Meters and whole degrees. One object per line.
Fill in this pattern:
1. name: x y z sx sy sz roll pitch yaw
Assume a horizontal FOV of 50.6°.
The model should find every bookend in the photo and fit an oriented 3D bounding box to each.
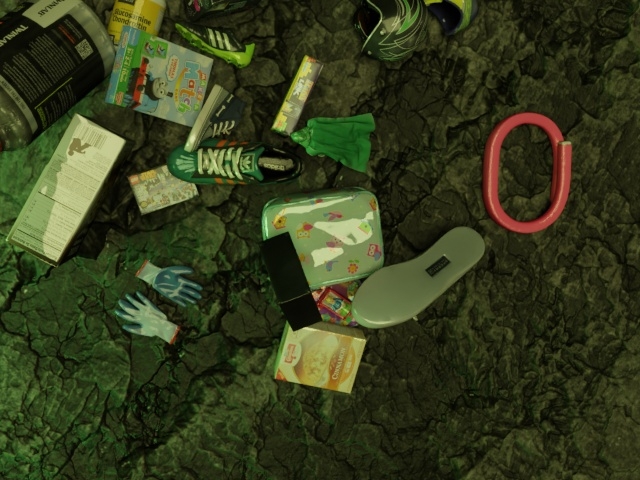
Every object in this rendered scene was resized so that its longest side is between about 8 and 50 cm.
1. bookend: -0.064 0.092 1.461 0.072 0.157 0.156 -21 59 -2

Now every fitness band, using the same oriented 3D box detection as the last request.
1. fitness band: 0.498 -0.163 1.637 0.209 0.054 0.290 0 96 -8

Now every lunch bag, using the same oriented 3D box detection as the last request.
1. lunch bag: 0.000 0.000 1.552 0.279 0.108 0.224 -10 104 -5

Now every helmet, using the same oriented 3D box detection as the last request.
1. helmet: 0.155 -0.478 1.491 0.169 0.169 0.161 -21 82 -6

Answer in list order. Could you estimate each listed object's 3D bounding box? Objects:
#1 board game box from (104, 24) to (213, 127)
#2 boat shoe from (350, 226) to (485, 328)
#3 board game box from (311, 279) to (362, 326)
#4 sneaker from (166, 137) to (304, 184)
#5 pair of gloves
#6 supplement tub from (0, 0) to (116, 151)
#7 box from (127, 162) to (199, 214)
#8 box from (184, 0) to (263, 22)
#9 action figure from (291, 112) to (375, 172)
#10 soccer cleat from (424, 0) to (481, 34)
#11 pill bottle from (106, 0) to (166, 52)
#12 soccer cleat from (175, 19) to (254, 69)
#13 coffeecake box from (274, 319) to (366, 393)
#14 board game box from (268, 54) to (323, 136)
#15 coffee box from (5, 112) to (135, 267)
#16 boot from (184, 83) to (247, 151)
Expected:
1. board game box: -0.338 -0.342 1.436 0.211 0.039 0.160 9 97 -48
2. boat shoe: 0.214 0.103 1.572 0.367 0.156 0.136 -34 73 -23
3. board game box: 0.032 0.154 1.615 0.169 0.033 0.133 -11 98 -7
4. sneaker: -0.183 -0.175 1.486 0.302 0.121 0.108 -1 93 -14
5. pair of gloves: -0.369 0.136 1.558 0.159 0.023 0.198 30 93 -13
6. supplement tub: -0.581 -0.318 1.313 0.207 0.207 0.338 43 59 -11
7. box: -0.353 -0.123 1.524 0.137 0.027 0.094 -20 99 -6
8. box: -0.218 -0.607 1.411 0.163 0.142 0.247 -22 102 -27
9. action figure: 0.024 -0.224 1.492 0.232 0.063 0.137 -3 96 -48
10. soccer cleat: 0.254 -0.588 1.494 0.121 0.093 0.289 -49 119 -15
11. pill bottle: -0.388 -0.477 1.437 0.103 0.103 0.184 16 94 -10
12. soccer cleat: -0.231 -0.446 1.493 0.179 0.060 0.072 25 82 -17
13. coffeecake box: -0.003 0.267 1.597 0.185 0.068 0.142 13 104 -10
14. board game box: -0.055 -0.312 1.489 0.048 0.141 0.170 24 93 -11
15. coffee box: -0.520 -0.108 1.430 0.119 0.168 0.297 29 93 -11
16. boot: -0.225 -0.254 1.472 0.086 0.069 0.190 27 59 -13
